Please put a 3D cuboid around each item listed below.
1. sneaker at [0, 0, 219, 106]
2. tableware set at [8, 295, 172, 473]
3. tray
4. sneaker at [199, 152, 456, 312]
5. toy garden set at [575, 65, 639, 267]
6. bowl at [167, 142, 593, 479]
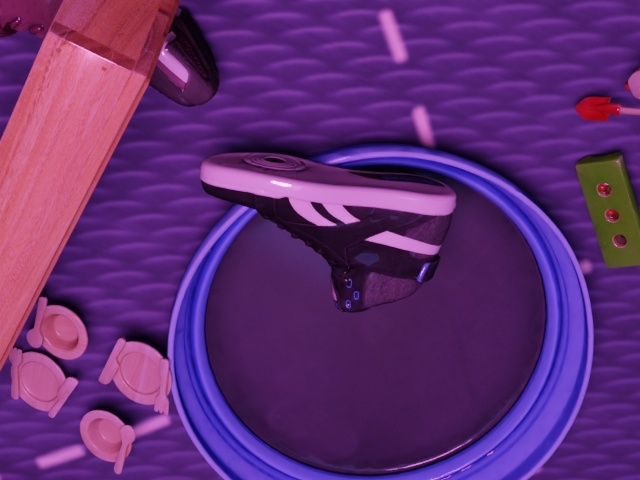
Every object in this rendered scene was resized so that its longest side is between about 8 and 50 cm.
[{"bbox_3d":[-0.227,-0.185,1.082,0.162,0.106,0.281,-41,100,20],"label":"sneaker"},{"bbox_3d":[-0.217,0.130,1.199,0.168,0.020,0.141,30,122,9],"label":"tableware set"},{"bbox_3d":[-0.214,-0.048,0.993,0.076,0.203,0.411,26,130,-13],"label":"tray"},{"bbox_3d":[0.000,0.000,1.087,0.217,0.079,0.121,8,109,-8],"label":"sneaker"},{"bbox_3d":[0.342,-0.086,1.127,0.244,0.049,0.204,-7,113,37],"label":"toy garden set"},{"bbox_3d":[0.056,0.092,1.211,0.391,0.077,0.391,-1,111,-3],"label":"bowl"}]
